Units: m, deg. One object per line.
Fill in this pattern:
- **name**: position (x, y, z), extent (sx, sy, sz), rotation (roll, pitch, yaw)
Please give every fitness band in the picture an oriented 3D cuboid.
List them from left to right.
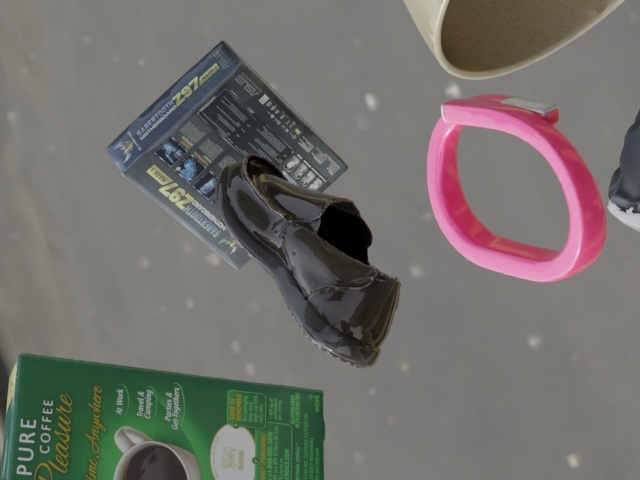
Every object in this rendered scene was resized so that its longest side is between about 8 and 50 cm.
- **fitness band**: position (0.217, -0.060, 2.071), extent (0.291, 0.054, 0.209), rotation (16, 121, 55)

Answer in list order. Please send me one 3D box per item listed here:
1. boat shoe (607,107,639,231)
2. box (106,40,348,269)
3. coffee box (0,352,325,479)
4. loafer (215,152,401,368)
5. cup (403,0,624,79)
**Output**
- **boat shoe**: position (0.315, -0.010, 1.124), extent (0.158, 0.340, 0.127), rotation (27, 102, 32)
- **box**: position (-0.103, -0.093, 2.046), extent (0.232, 0.183, 0.059), rotation (41, -173, -44)
- **coffee box**: position (-0.089, 0.130, 1.018), extent (0.040, 0.184, 0.113), rotation (122, 151, -57)
- **loafer**: position (0.000, 0.000, 1.273), extent (0.078, 0.080, 0.220), rotation (-51, 45, 14)
- **cup**: position (0.170, -0.347, 1.661), extent (0.237, 0.331, 0.331), rotation (52, 154, 22)
